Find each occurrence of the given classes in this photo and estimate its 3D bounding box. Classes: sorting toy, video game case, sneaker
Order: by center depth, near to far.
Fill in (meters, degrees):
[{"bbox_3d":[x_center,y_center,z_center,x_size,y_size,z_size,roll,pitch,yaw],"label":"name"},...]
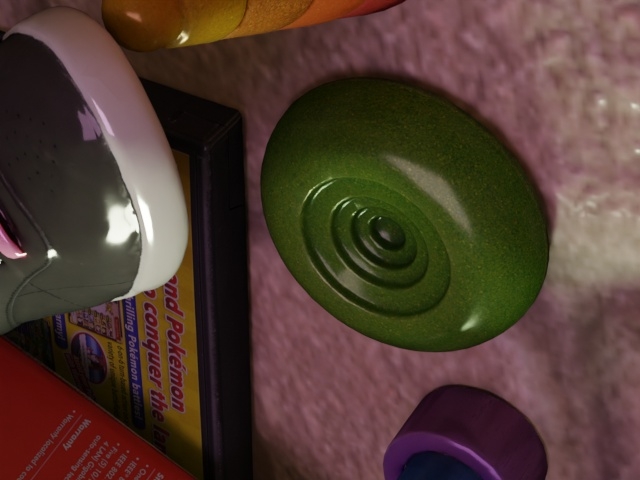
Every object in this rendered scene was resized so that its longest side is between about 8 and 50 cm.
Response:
[{"bbox_3d":[-0.153,0.006,0.633,0.104,0.147,0.296,63,154,-2],"label":"sneaker"},{"bbox_3d":[0.000,0.000,0.644,0.127,0.126,0.365,4,126,34],"label":"sorting toy"},{"bbox_3d":[-0.147,0.018,0.836,0.248,0.035,0.275,20,134,22],"label":"video game case"}]

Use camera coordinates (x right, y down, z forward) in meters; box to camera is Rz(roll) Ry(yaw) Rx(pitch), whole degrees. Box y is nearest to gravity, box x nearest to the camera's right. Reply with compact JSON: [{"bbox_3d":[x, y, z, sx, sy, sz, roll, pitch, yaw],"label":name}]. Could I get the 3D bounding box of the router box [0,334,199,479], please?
[{"bbox_3d":[-0.136,0.211,0.913,0.301,0.082,0.335,37,145,-1],"label":"router box"}]
